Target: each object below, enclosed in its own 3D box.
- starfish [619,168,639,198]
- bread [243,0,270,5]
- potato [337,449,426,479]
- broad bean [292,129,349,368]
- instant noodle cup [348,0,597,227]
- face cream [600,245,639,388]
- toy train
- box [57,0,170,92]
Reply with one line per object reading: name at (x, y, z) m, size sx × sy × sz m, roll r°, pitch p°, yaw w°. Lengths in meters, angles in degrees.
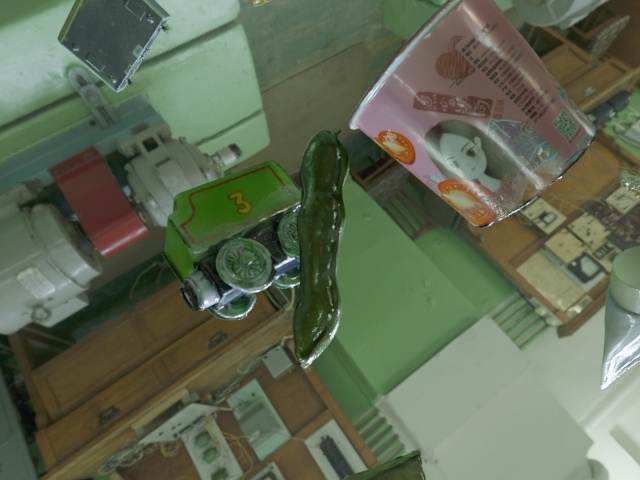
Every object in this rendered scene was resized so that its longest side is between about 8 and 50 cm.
starfish at (0.484, -0.045, 0.513) m, size 0.071 × 0.238 × 0.216 m, roll -43°, pitch 128°, yaw 6°
bread at (-0.134, -0.773, 1.118) m, size 0.239 × 0.252 × 0.195 m, roll -22°, pitch 112°, yaw -47°
potato at (-0.070, 0.259, 0.270) m, size 0.112 × 0.256 × 0.269 m, roll 77°, pitch 23°, yaw -65°
broad bean at (0.000, -0.001, 0.417) m, size 0.052 × 0.255 × 0.053 m, roll 6°, pitch 167°, yaw -12°
instant noodle cup at (0.202, -0.165, 0.554) m, size 0.243 × 0.231 × 0.243 m, roll -45°, pitch -179°, yaw 1°
face cream at (0.408, 0.108, 0.531) m, size 0.114 × 0.070 × 0.224 m, roll -32°, pitch 130°, yaw -5°
toy train at (-0.145, -0.005, 0.795) m, size 0.307 × 0.248 × 0.173 m, roll -30°, pitch 164°, yaw -35°
box at (-0.535, -0.543, 1.064) m, size 0.270 × 0.211 × 0.045 m, roll -36°, pitch -158°, yaw 28°
